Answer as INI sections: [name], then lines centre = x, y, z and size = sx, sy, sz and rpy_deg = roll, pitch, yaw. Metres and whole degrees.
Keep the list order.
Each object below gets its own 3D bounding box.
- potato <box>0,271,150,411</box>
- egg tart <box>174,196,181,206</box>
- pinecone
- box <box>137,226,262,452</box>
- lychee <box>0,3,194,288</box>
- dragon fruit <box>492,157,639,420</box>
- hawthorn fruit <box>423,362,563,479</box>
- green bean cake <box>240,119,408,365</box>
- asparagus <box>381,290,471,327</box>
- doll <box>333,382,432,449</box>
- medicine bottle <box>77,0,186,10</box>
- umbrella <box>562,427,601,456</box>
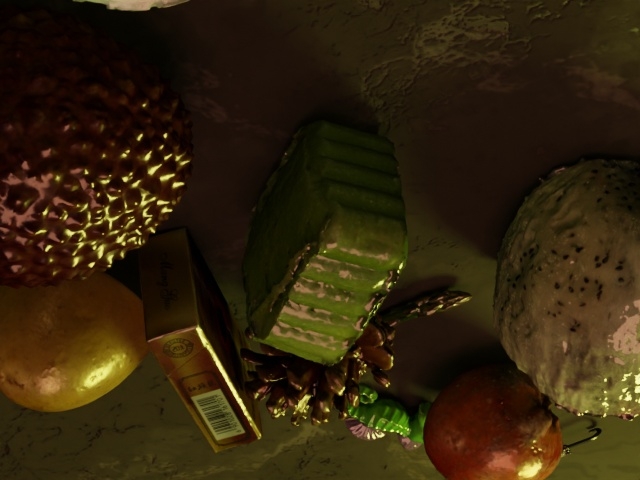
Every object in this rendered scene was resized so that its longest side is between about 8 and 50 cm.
[potato]
centre = -0.308, 0.121, 1.628
size = 0.203, 0.158, 0.178
rpy_deg = 34, 145, -6
[egg tart]
centre = -0.209, -0.058, 1.536
size = 0.129, 0.049, 0.128
rpy_deg = 2, 141, 1
[pinecone]
centre = -0.006, 0.123, 1.638
size = 0.150, 0.179, 0.195
rpy_deg = 35, 104, -33
[box]
centre = -0.140, 0.118, 1.661
size = 0.071, 0.159, 0.240
rpy_deg = -15, 137, 7
[lychee]
centre = -0.269, -0.088, 1.344
size = 0.304, 0.275, 0.275
rpy_deg = 4, 141, -21
[dragon fruit]
centre = 0.338, 0.052, 1.537
size = 0.283, 0.204, 0.221
rpy_deg = 1, 139, -2
[hawthorn fruit]
centre = 0.217, 0.244, 1.798
size = 0.173, 0.173, 0.173
rpy_deg = 1, 140, 0
[green bean cake]
centre = 0.000, 0.000, 1.478
size = 0.113, 0.200, 0.214
rpy_deg = 15, 128, -21
[asparagus]
centre = 0.081, 0.106, 1.739
size = 0.236, 0.027, 0.034
rpy_deg = -28, 112, 29
[doll]
centre = 0.095, 0.232, 1.876
size = 0.190, 0.050, 0.115
rpy_deg = 19, 140, -18
[medicine bottle]
centre = -0.129, -0.333, 1.018
size = 0.245, 0.290, 0.245
rpy_deg = 1, 140, 1
[umbrella]
centre = 0.273, 0.314, 1.977
size = 0.269, 0.044, 0.044
rpy_deg = -30, 101, 30
